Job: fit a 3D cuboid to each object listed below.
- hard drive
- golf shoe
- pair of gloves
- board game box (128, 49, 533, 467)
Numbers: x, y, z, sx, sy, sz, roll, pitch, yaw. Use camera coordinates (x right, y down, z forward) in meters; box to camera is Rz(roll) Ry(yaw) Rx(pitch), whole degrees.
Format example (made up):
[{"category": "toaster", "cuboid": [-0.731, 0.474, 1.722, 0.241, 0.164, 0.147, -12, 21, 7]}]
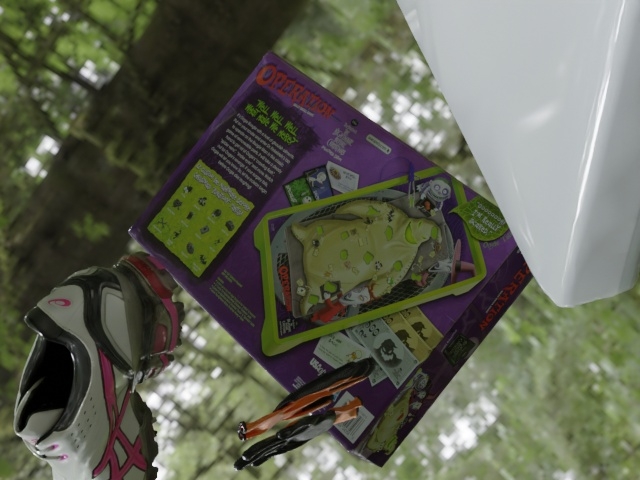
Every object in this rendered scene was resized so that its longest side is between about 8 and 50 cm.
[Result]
[{"category": "hard drive", "cuboid": [0.068, -0.145, 0.435, 0.040, 0.307, 0.203, -15, -125, -9]}, {"category": "golf shoe", "cuboid": [-0.129, 0.091, 0.722, 0.086, 0.186, 0.067, -20, -137, -39]}, {"category": "pair of gloves", "cuboid": [-0.009, 0.085, 0.670, 0.074, 0.083, 0.010, -24, -111, -18]}, {"category": "board game box", "cuboid": [0.000, 0.000, 1.104, 0.056, 0.208, 0.347, 31, -173, -46]}]
